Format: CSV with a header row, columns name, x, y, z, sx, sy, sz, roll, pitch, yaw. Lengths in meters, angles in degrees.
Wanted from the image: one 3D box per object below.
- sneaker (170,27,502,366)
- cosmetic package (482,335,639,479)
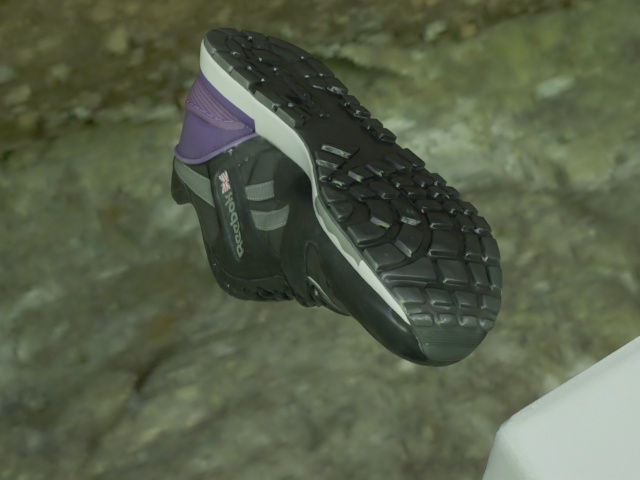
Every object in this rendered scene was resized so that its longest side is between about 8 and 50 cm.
name,x,y,z,sx,sy,sz,roll,pitch,yaw
sneaker,0.000,0.000,0.852,0.107,0.283,0.124,6,121,-34
cosmetic package,0.252,0.258,0.633,0.161,0.453,0.230,-29,157,-14
